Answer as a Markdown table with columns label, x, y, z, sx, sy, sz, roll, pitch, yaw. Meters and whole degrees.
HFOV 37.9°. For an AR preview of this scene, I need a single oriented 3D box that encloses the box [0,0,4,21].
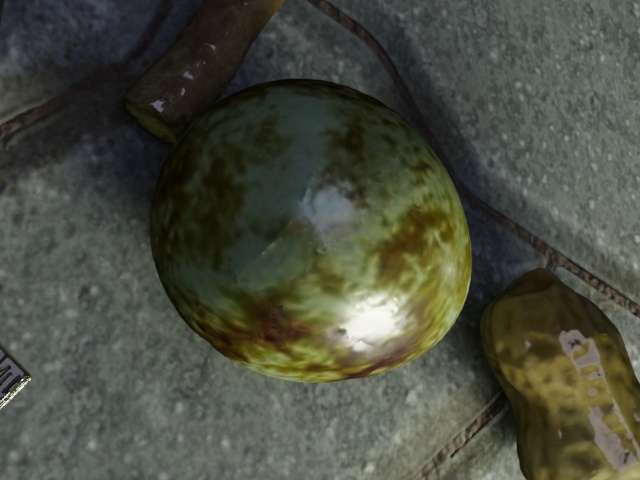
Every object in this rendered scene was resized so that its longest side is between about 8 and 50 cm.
| label | x | y | z | sx | sy | sz | roll | pitch | yaw |
| --- | --- | --- | --- | --- | --- | --- | --- | --- | --- |
| box | -0.358 | -0.188 | 0.644 | 0.252 | 0.153 | 0.188 | 12 | 77 | -26 |

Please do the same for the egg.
| label | x | y | z | sx | sy | sz | roll | pitch | yaw |
| --- | --- | --- | --- | --- | --- | --- | --- | --- | --- |
| egg | 0.000 | 0.000 | 0.758 | 0.289 | 0.238 | 0.238 | 33 | 65 | -42 |

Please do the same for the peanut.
| label | x | y | z | sx | sy | sz | roll | pitch | yaw |
| --- | --- | --- | --- | --- | --- | --- | --- | --- | --- |
| peanut | 0.255 | 0.175 | 0.913 | 0.159 | 0.143 | 0.291 | -36 | 96 | -39 |

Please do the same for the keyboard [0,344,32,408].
| label | x | y | z | sx | sy | sz | roll | pitch | yaw |
| --- | --- | --- | --- | --- | --- | --- | --- | --- | --- |
| keyboard | -0.282 | 0.133 | 0.705 | 0.049 | 0.015 | 0.129 | 46 | 64 | -8 |

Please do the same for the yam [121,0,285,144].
| label | x | y | z | sx | sy | sz | roll | pitch | yaw |
| --- | --- | --- | --- | --- | --- | --- | --- | --- | --- |
| yam | -0.073 | -0.212 | 0.853 | 0.066 | 0.066 | 0.300 | 40 | 66 | -17 |
